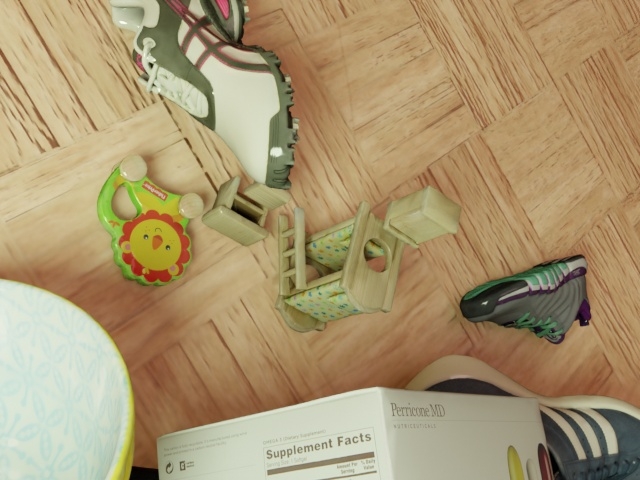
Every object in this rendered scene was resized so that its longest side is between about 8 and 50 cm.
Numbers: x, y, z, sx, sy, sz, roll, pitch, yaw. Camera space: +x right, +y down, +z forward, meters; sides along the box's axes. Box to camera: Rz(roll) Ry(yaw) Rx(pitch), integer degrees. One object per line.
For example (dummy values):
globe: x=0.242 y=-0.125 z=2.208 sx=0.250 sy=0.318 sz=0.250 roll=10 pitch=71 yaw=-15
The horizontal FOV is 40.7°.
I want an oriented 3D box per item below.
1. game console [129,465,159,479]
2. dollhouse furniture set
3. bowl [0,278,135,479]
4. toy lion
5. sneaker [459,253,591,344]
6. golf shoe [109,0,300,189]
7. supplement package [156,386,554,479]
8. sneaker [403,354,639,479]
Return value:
game console: x=-0.193 y=0.223 z=0.621 sx=0.124 sy=0.085 sz=0.144 roll=27 pitch=60 yaw=-28
dollhouse furniture set: x=0.000 y=0.000 z=0.779 sx=0.161 sy=0.182 sz=0.101 roll=30 pitch=59 yaw=-27
bowl: x=-0.250 y=0.170 z=0.527 sx=0.289 sy=0.289 sz=0.156 roll=-36 pitch=139 yaw=-39
toy lion: x=-0.155 y=-0.012 z=0.767 sx=0.100 sy=0.034 sz=0.096 roll=35 pitch=64 yaw=-23
sneaker: x=0.256 y=0.083 z=1.014 sx=0.223 sy=0.083 sz=0.098 roll=-14 pitch=89 yaw=-40
golf shoe: x=-0.102 y=-0.140 z=0.772 sx=0.120 sy=0.105 sz=0.273 roll=-13 pitch=51 yaw=-20
supplement package: x=0.042 y=0.205 z=0.667 sx=0.262 sy=0.204 sz=0.145 roll=15 pitch=61 yaw=-53
sneaker: x=0.244 y=0.239 z=0.896 sx=0.350 sy=0.131 sz=0.148 roll=17 pitch=36 yaw=-22
